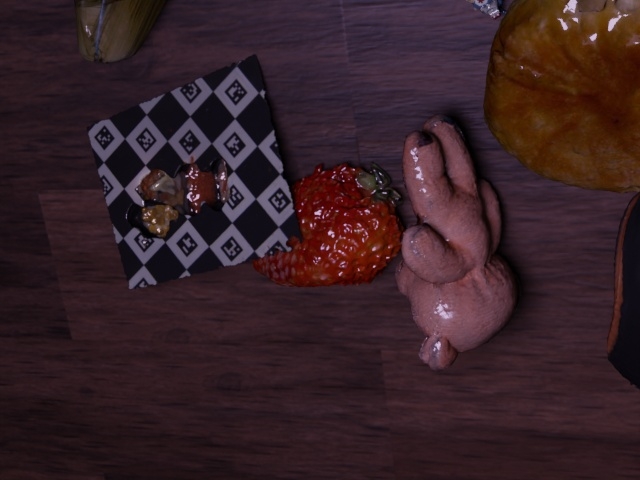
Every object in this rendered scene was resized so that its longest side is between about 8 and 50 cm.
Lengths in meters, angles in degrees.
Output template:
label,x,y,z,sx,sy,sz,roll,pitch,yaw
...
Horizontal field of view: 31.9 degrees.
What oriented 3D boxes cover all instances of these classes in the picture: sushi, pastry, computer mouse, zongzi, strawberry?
label,x,y,z,sx,sy,sz,roll,pitch,yaw
sushi,-0.166,-0.083,1.548,0.290,0.050,0.264,-17,87,25
pastry,0.335,-0.178,1.254,0.329,0.136,0.330,13,139,11
computer mouse,0.451,0.066,1.381,0.183,0.116,0.323,7,116,20
zongzi,-0.201,-0.330,1.411,0.242,0.112,0.221,6,114,14
strawberry,0.005,0.005,1.499,0.175,0.107,0.236,39,119,-3

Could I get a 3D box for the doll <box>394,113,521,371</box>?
label,x,y,z,sx,sy,sz,roll,pitch,yaw
doll,0.146,-0.003,1.422,0.156,0.201,0.303,-4,109,45

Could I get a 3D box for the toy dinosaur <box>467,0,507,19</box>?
label,x,y,z,sx,sy,sz,roll,pitch,yaw
toy dinosaur,0.196,-0.288,1.327,0.030,0.083,0.047,-24,76,26
